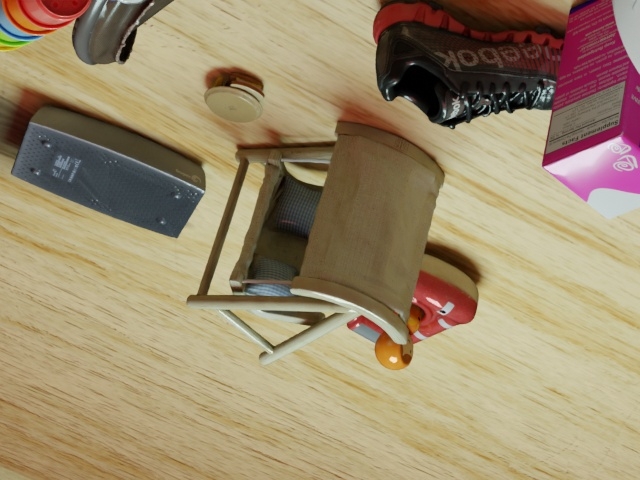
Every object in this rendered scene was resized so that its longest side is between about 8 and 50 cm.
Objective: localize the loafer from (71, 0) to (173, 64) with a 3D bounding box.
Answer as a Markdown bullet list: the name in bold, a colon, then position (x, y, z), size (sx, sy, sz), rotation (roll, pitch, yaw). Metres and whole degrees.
- **loafer**: position (-0.178, -0.298, 1.686), size (0.130, 0.134, 0.366), rotation (19, 149, -12)

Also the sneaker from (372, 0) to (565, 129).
- **sneaker**: position (0.185, -0.178, 1.723), size (0.276, 0.135, 0.098), rotation (14, 148, 1)

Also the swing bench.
- **swing bench**: position (0.000, 0.000, 1.978), size (0.254, 0.253, 0.165), rotation (-13, 139, 38)

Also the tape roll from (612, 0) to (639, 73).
- **tape roll**: position (0.416, -0.222, 1.398), size (0.286, 0.286, 0.100), rotation (13, 150, 4)

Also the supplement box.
- **supplement box**: position (0.321, -0.151, 1.619), size (0.111, 0.220, 0.114), rotation (34, 145, -29)

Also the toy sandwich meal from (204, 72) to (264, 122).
- **toy sandwich meal**: position (-0.108, -0.181, 1.955), size (0.085, 0.029, 0.085), rotation (12, 154, 6)

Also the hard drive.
- **hard drive**: position (-0.292, -0.097, 2.147), size (0.254, 0.054, 0.172), rotation (22, 149, -10)

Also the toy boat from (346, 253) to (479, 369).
- **toy boat**: position (0.119, 0.116, 2.213), size (0.151, 0.151, 0.231), rotation (29, 147, -23)

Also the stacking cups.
- **stacking cups**: position (-0.326, -0.274, 1.723), size (0.096, 0.096, 0.316), rotation (28, 170, -21)

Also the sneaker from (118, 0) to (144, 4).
- **sneaker**: position (-0.241, -0.286, 1.474), size (0.315, 0.127, 0.182), rotation (-27, 142, -8)
